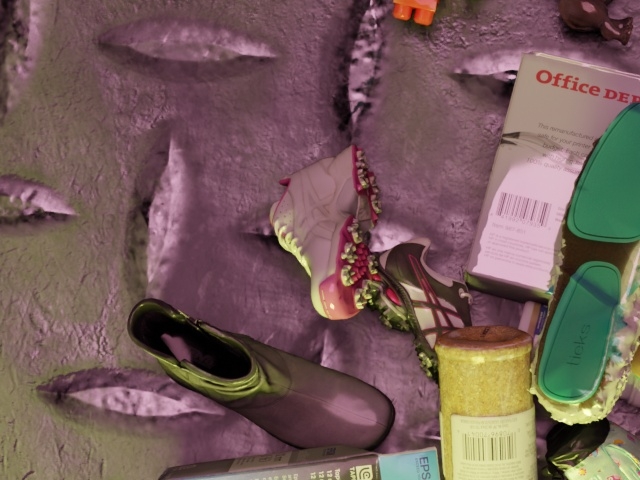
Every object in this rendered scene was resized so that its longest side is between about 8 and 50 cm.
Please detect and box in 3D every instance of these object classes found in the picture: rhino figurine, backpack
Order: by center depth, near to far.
[{"bbox_3d":[0.367,0.301,1.834,0.115,0.152,0.182,-41,91,21],"label":"backpack"},{"bbox_3d":[0.398,-0.387,2.024,0.106,0.073,0.243,16,78,6],"label":"rhino figurine"}]

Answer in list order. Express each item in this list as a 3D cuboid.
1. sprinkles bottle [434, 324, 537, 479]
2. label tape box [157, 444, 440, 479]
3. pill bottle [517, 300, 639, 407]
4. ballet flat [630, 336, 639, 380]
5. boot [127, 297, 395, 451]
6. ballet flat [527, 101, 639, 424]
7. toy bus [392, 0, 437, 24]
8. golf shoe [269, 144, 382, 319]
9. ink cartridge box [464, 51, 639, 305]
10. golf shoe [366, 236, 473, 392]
[{"bbox_3d":[0.208,0.287,1.804,0.121,0.121,0.355,-3,99,5],"label":"sprinkles bottle"},{"bbox_3d":[-0.014,0.392,1.842,0.348,0.115,0.249,-8,91,1],"label":"label tape box"},{"bbox_3d":[0.339,0.152,1.887,0.187,0.112,0.112,15,79,8],"label":"pill bottle"},{"bbox_3d":[0.438,0.091,1.847,0.080,0.073,0.232,20,36,14],"label":"ballet flat"},{"bbox_3d":[-0.075,0.180,1.861,0.338,0.222,0.118,16,79,9],"label":"boot"},{"bbox_3d":[0.356,0.030,1.778,0.147,0.147,0.408,20,82,9],"label":"ballet flat"},{"bbox_3d":[0.179,-0.395,2.018,0.220,0.149,0.211,10,92,5],"label":"toy bus"},{"bbox_3d":[0.000,0.000,1.908,0.140,0.115,0.306,-12,35,15],"label":"golf shoe"},{"bbox_3d":[0.333,-0.065,1.927,0.223,0.129,0.307,15,80,8],"label":"ink cartridge box"},{"bbox_3d":[0.165,0.116,1.918,0.120,0.105,0.273,-37,77,-9],"label":"golf shoe"}]
